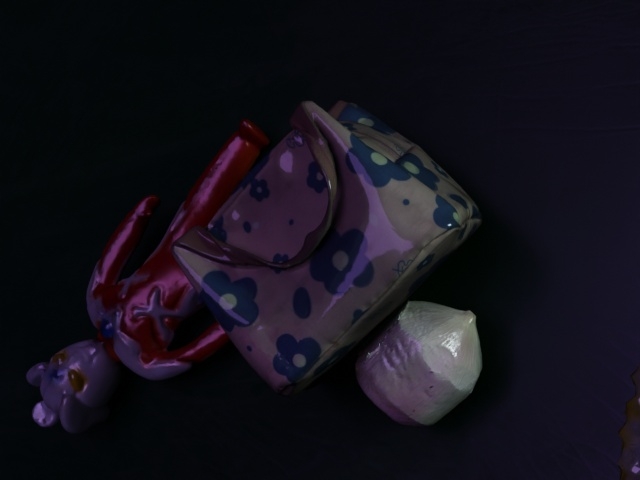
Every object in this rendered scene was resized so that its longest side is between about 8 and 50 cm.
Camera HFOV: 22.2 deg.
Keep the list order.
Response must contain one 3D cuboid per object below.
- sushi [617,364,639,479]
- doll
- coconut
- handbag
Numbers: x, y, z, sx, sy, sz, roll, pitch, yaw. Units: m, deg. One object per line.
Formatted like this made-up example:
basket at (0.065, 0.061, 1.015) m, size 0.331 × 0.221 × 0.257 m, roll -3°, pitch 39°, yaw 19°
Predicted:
sushi at (0.408, 0.255, 1.188) m, size 0.397 × 0.240 × 0.351 m, roll 12°, pitch 89°, yaw 49°
doll at (-0.163, 0.056, 1.693) m, size 0.384 × 0.099 × 0.188 m, roll -48°, pitch 60°, yaw 9°
coconut at (0.096, 0.107, 1.514) m, size 0.124 × 0.110 × 0.110 m, roll -45°, pitch 61°, yaw 14°
handbag at (0.000, 0.000, 1.530) m, size 0.251 × 0.190 × 0.193 m, roll -45°, pitch 80°, yaw 13°
